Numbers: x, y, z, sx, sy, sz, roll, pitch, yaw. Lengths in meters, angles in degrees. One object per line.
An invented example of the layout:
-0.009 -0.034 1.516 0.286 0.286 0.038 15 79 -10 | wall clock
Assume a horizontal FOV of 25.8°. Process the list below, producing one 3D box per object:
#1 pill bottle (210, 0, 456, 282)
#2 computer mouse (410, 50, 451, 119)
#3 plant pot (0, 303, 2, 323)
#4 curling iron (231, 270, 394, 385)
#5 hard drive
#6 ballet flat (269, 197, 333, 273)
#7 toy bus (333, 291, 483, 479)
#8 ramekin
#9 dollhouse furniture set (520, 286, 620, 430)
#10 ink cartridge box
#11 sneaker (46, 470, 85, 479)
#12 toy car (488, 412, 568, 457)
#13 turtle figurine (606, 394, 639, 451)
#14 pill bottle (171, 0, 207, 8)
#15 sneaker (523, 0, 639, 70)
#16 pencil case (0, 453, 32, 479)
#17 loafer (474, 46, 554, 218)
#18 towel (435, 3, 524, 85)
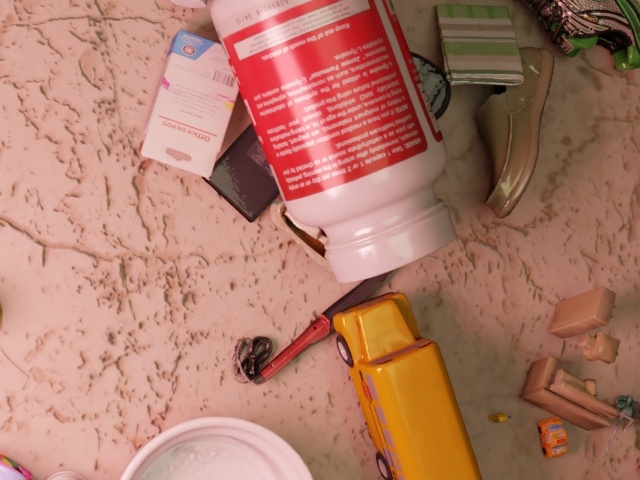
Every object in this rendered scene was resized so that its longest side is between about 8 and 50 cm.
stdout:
0.029 -0.164 1.837 0.229 0.229 0.407 -23 96 -15 | pill bottle
0.078 -0.282 1.983 0.262 0.060 0.184 25 85 0 | computer mouse
-0.452 0.095 1.805 0.083 0.079 0.083 1 87 -15 | plant pot
-0.008 0.111 1.945 0.274 0.035 0.068 -32 95 -14 | curling iron
-0.086 -0.105 1.944 0.094 0.022 0.135 43 77 -9 | hard drive
0.000 0.000 1.945 0.168 0.052 0.057 34 79 -11 | ballet flat
0.126 0.242 1.917 0.108 0.130 0.332 -20 97 -15 | toy bus
-0.148 0.367 1.841 0.277 0.135 0.277 1 86 -15 | ramekin
0.395 0.173 2.007 0.123 0.144 0.151 27 66 -17 | dollhouse furniture set
-0.176 -0.182 1.904 0.104 0.061 0.181 19 81 -14 | ink cartridge box
-0.360 0.425 1.802 0.094 0.091 0.258 14 83 -14 | sneaker
0.305 0.283 2.015 0.122 0.040 0.060 7 85 -15 | toy car
0.513 0.276 2.036 0.118 0.175 0.234 22 101 -55 | turtle figurine
-0.172 -0.383 1.915 0.067 0.067 0.120 9 84 -14 | pill bottle
0.354 -0.354 2.019 0.344 0.134 0.146 20 82 -13 | sneaker
-0.449 0.385 1.777 0.104 0.104 0.236 25 80 -12 | pencil case
0.266 -0.159 2.006 0.092 0.102 0.268 15 70 -3 | loafer
0.225 -0.279 1.995 0.113 0.023 0.152 2 51 -8 | towel
